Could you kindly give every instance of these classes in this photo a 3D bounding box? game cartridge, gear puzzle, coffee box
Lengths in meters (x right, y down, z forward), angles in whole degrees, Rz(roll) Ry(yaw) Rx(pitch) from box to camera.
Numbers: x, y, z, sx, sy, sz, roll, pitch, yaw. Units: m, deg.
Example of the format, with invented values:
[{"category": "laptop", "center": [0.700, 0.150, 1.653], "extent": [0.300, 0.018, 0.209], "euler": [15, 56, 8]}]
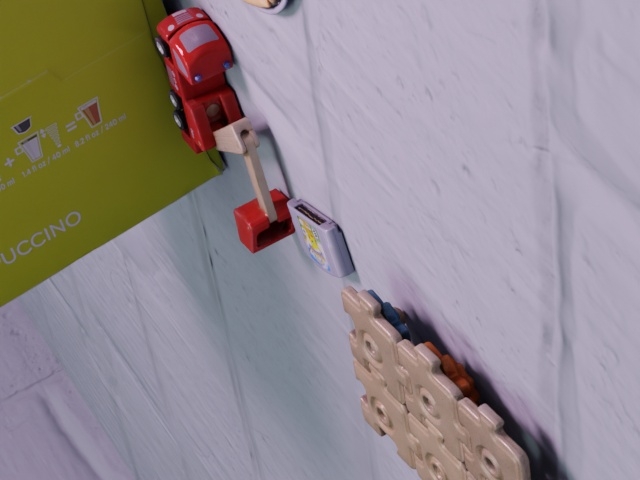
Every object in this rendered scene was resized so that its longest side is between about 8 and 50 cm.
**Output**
[{"category": "game cartridge", "center": [0.000, 0.000, 1.566], "extent": [0.083, 0.017, 0.056], "euler": [35, 153, 58]}, {"category": "gear puzzle", "center": [0.130, 0.164, 1.393], "extent": [0.339, 0.044, 0.175], "euler": [43, 154, 43]}, {"category": "coffee box", "center": [-0.346, -0.172, 1.724], "extent": [0.334, 0.337, 0.338], "euler": [40, 157, 46]}]

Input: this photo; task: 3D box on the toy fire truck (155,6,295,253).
[{"category": "toy fire truck", "center": [-0.082, -0.096, 1.608], "extent": [0.135, 0.047, 0.192], "euler": [48, 158, 40]}]

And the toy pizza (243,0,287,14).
[{"category": "toy pizza", "center": [-0.082, -0.258, 1.372], "extent": [0.201, 0.032, 0.201], "euler": [55, 162, 27]}]
